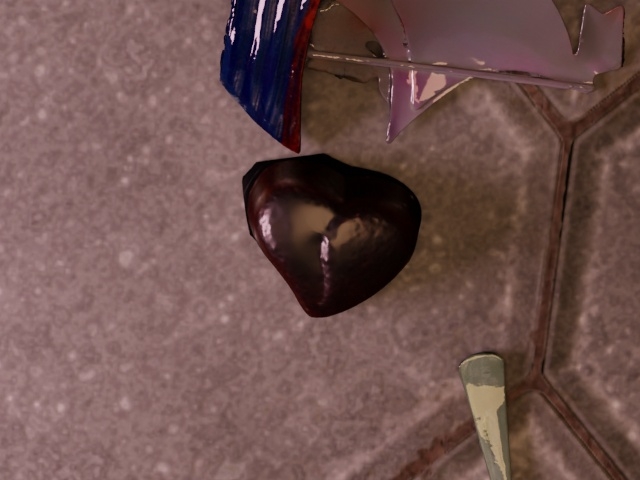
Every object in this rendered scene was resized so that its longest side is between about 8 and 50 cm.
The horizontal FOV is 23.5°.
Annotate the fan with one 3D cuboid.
[{"bbox_3d":[0.146,0.185,1.269,0.038,0.016,0.193,-9,99,6],"label":"fan"}]

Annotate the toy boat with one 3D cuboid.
[{"bbox_3d":[0.070,-0.178,1.166,0.318,0.072,0.219,-12,121,5],"label":"toy boat"}]

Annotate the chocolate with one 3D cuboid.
[{"bbox_3d":[0.000,0.000,1.209,0.149,0.080,0.125,19,100,-3],"label":"chocolate"}]
